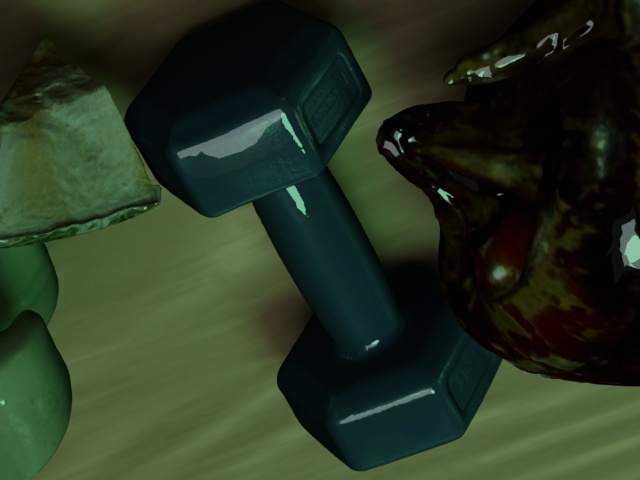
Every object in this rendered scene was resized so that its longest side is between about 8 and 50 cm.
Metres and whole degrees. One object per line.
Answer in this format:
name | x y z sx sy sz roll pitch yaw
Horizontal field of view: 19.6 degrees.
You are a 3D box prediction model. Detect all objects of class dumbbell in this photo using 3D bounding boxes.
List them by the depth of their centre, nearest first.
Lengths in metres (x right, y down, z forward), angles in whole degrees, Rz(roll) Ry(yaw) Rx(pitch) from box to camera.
dumbbell | 0.000 0.000 1.236 0.144 0.156 0.316 -37 123 -13

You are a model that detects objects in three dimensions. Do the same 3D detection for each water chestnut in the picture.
water chestnut | 0.184 -0.041 1.156 0.244 0.289 0.289 41 119 10

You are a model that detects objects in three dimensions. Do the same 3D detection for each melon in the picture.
melon | -0.164 -0.049 1.148 0.139 0.202 0.093 18 125 2

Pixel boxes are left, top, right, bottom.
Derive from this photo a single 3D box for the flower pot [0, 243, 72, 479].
flower pot | -0.341 0.088 1.220 0.368 0.254 0.164 -16 124 6
